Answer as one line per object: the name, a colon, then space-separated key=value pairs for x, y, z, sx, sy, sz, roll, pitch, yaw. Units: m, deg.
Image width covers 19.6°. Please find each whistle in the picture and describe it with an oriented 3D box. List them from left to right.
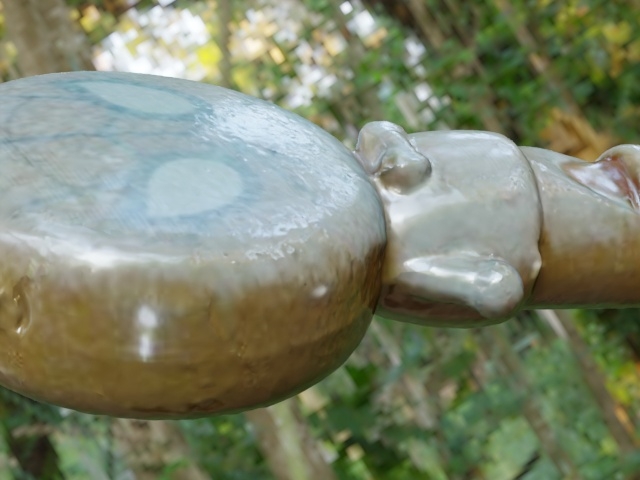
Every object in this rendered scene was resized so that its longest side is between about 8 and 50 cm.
whistle: x=0.000 y=0.000 z=0.426 sx=0.220 sy=0.107 sz=0.057 roll=-2 pitch=-63 yaw=-19
